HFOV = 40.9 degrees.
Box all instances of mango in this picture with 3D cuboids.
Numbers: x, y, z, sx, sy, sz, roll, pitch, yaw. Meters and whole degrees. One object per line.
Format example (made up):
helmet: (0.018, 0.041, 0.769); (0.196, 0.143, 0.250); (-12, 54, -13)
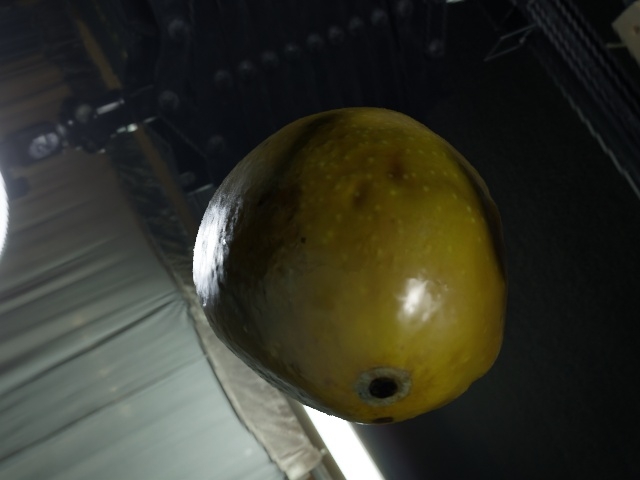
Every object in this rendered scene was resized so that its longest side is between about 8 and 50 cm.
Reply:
mango: (-0.005, 0.004, 0.566); (0.329, 0.176, 0.176); (16, -43, 59)
